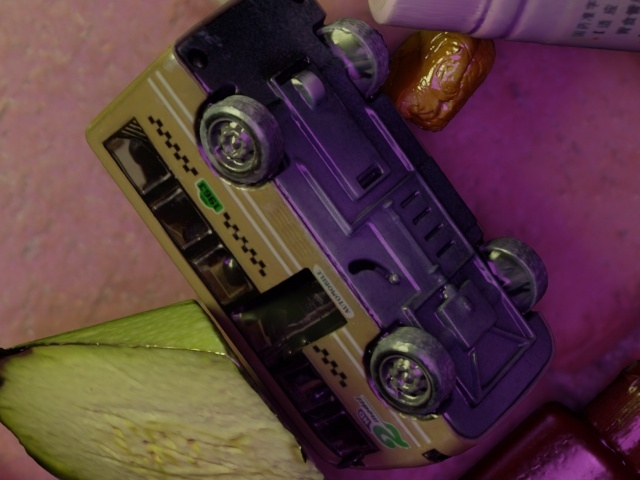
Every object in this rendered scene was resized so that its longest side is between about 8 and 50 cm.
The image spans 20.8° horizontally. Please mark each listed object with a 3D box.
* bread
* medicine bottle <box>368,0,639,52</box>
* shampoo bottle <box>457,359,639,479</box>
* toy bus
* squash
[{"bbox_3d":[0.073,-0.106,1.076,0.046,0.081,0.083,37,139,-20],"label":"bread"},{"bbox_3d":[0.161,-0.186,1.010,0.254,0.152,0.152,4,96,-9],"label":"medicine bottle"},{"bbox_3d":[0.126,0.184,1.109,0.260,0.064,0.102,-44,93,5],"label":"shampoo bottle"},{"bbox_3d":[0.000,0.000,1.044,0.289,0.139,0.157,53,136,-5],"label":"toy bus"},{"bbox_3d":[-0.093,0.136,1.063,0.155,0.204,0.237,-34,128,-7],"label":"squash"}]
